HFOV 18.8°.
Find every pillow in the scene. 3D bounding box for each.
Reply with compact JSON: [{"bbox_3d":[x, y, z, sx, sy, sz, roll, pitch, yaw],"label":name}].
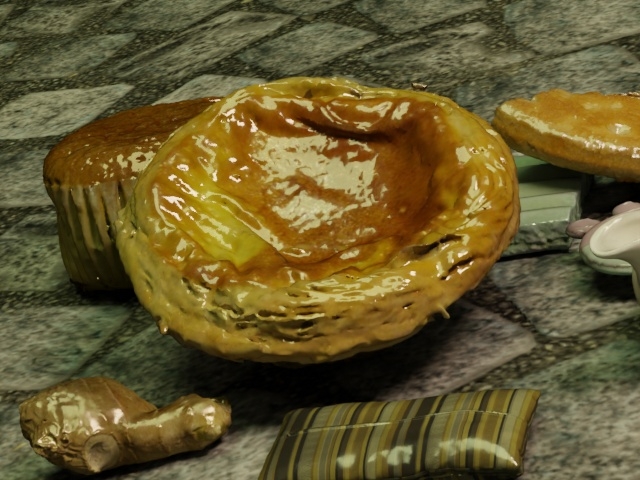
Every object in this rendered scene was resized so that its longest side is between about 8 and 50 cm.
[{"bbox_3d":[0.056,0.145,1.415,0.203,0.038,0.113,-7,24,18],"label":"pillow"}]

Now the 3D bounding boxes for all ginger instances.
[{"bbox_3d":[-0.153,0.141,1.521,0.165,0.067,0.096,-3,22,-8],"label":"ginger"}]

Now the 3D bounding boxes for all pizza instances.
[{"bbox_3d":[0.279,-0.086,1.746,0.246,0.058,0.127,1,34,-13],"label":"pizza"}]

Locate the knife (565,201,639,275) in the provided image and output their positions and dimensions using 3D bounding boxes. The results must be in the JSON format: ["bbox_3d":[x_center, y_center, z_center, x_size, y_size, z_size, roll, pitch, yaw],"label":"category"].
[{"bbox_3d":[0.400,-0.041,1.643,0.398,0.038,0.132,-18,25,-12],"label":"knife"}]

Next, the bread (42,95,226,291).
[{"bbox_3d":[-0.135,-0.051,1.850,0.253,0.142,0.227,-11,16,12],"label":"bread"}]

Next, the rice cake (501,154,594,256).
[{"bbox_3d":[0.143,-0.028,1.762,0.198,0.037,0.189,-5,25,21],"label":"rice cake"}]

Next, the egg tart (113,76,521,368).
[{"bbox_3d":[0.000,0.000,1.614,0.352,0.150,0.352,-9,41,7],"label":"egg tart"}]

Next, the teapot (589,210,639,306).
[{"bbox_3d":[0.345,0.003,1.448,0.298,0.139,0.204,-23,22,-18],"label":"teapot"}]
